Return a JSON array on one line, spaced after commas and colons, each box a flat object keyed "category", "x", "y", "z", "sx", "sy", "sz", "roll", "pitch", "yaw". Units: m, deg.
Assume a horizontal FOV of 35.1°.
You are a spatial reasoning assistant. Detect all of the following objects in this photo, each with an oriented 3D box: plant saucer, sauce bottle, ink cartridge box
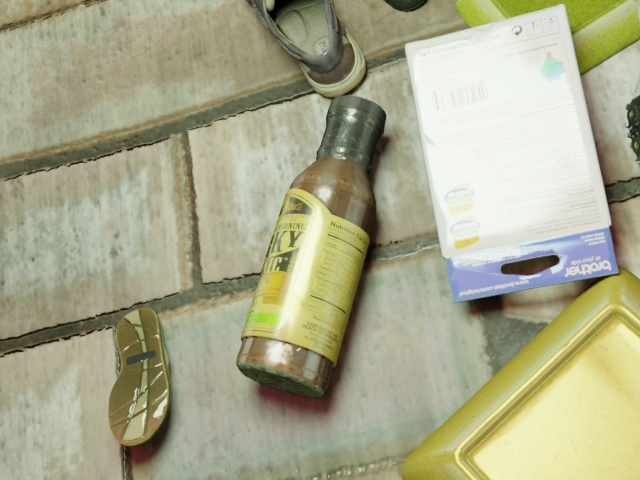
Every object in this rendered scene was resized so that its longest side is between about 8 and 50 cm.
[{"category": "plant saucer", "x": 0.283, "y": -0.289, "z": 1.223, "sx": 0.188, "sy": 0.045, "sz": 0.188, "roll": -32, "pitch": 62, "yaw": 1}, {"category": "sauce bottle", "x": 0.000, "y": 0.000, "z": 1.150, "sx": 0.112, "sy": 0.111, "sz": 0.344, "roll": 8, "pitch": 69, "yaw": 20}, {"category": "ink cartridge box", "x": 0.212, "y": -0.092, "z": 1.131, "sx": 0.186, "sy": 0.065, "sz": 0.311, "roll": -12, "pitch": 74, "yaw": 13}, {"category": "plant saucer", "x": 0.289, "y": 0.219, "z": 0.974, "sx": 0.333, "sy": 0.081, "sz": 0.333, "roll": -43, "pitch": 60, "yaw": -4}]

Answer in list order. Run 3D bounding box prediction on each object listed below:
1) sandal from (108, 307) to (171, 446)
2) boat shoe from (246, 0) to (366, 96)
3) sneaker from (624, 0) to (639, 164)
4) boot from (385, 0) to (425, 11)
[{"category": "sandal", "x": -0.205, "y": 0.160, "z": 1.181, "sx": 0.072, "sy": 0.049, "sz": 0.180, "roll": -13, "pitch": 49, "yaw": 5}, {"category": "boat shoe", "x": -0.036, "y": -0.309, "z": 1.302, "sx": 0.103, "sy": 0.092, "sz": 0.285, "roll": -30, "pitch": 62, "yaw": 3}, {"category": "sneaker", "x": 0.397, "y": -0.188, "z": 1.131, "sx": 0.086, "sy": 0.085, "sz": 0.237, "roll": 13, "pitch": 78, "yaw": -22}, {"category": "boot", "x": 0.038, "y": -0.402, "z": 1.281, "sx": 0.247, "sy": 0.161, "sz": 0.083, "roll": 36, "pitch": 81, "yaw": 27}]
